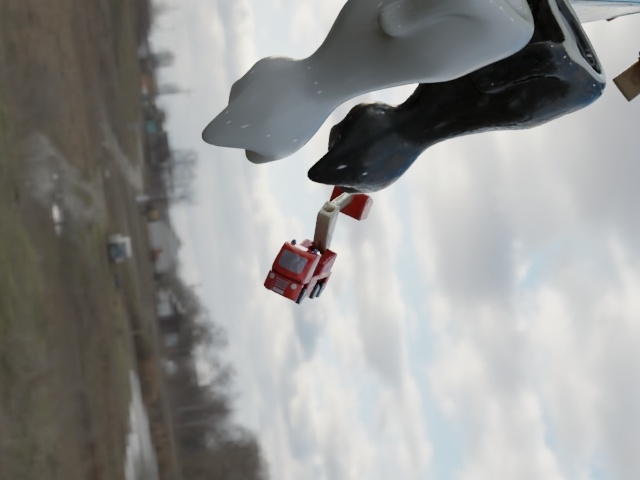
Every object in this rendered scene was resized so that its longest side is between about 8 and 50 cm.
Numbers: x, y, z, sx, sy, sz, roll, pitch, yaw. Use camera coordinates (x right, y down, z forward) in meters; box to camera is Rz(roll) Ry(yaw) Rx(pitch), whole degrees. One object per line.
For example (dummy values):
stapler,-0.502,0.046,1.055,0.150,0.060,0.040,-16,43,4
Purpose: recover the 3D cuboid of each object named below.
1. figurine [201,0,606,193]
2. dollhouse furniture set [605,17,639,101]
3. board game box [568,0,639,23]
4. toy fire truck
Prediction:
figurine,0.050,-0.098,0.807,0.215,0.209,0.092,14,50,-59
dollhouse furniture set,0.440,-0.235,1.634,0.259,0.135,0.262,52,-4,-3
board game box,0.182,-0.313,0.978,0.144,0.142,0.275,3,-84,60
toy fire truck,0.000,0.000,1.494,0.135,0.047,0.192,-66,168,8
